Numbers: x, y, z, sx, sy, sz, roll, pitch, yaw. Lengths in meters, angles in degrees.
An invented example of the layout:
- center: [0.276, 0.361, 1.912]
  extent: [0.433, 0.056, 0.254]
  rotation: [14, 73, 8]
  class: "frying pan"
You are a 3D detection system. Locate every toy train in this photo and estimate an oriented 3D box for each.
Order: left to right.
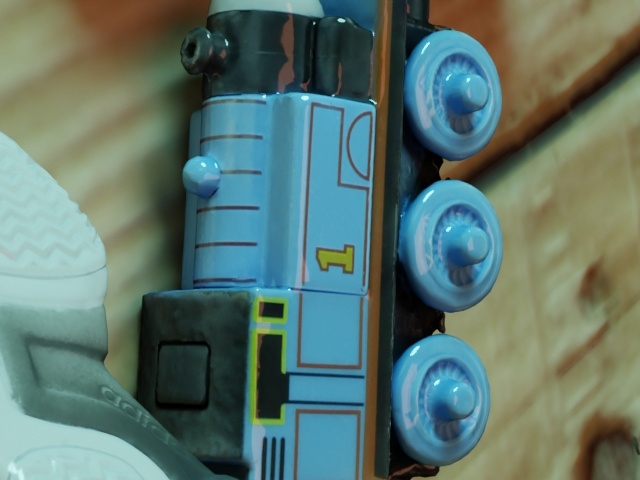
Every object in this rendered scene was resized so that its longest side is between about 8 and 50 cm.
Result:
- center: [0.000, 0.000, 0.567]
  extent: [0.105, 0.080, 0.184]
  rotation: [7, 84, -39]
  class: "toy train"

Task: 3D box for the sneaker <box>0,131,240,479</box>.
- center: [-0.097, 0.080, 0.446]
  extent: [0.268, 0.153, 0.101]
  rotation: [46, 31, 7]
  class: "sneaker"
